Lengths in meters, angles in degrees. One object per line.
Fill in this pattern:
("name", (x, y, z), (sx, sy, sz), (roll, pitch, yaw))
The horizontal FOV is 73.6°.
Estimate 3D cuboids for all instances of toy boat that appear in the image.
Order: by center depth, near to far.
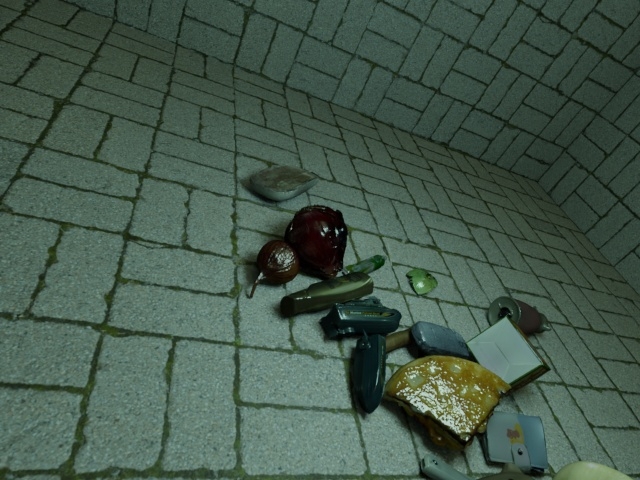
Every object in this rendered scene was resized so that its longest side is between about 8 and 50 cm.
("toy boat", (0.147, 0.384, 1.241), (0.103, 0.092, 0.246), (51, 30, -30))
("toy boat", (0.145, 0.248, 1.385), (0.295, 0.114, 0.122), (5, 50, -31))

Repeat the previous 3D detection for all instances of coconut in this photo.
("coconut", (0.418, 0.159, 1.746), (0.133, 0.055, 0.158), (39, 34, 9))

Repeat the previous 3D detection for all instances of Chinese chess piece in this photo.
("Chinese chess piece", (0.740, 0.713, 1.109), (0.112, 0.270, 0.270), (-31, 66, -34))

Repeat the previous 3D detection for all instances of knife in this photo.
("knife", (0.385, 0.646, 1.136), (0.265, 0.041, 0.073), (28, 24, -3))

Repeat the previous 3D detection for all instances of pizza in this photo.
("pizza", (0.379, 0.464, 1.248), (0.407, 0.114, 0.278), (-4, 50, -14))

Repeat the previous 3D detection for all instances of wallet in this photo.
("wallet", (0.581, 0.607, 1.300), (0.230, 0.069, 0.170), (15, 55, -15))

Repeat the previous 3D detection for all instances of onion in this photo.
("onion", (-0.011, -0.017, 1.522), (0.281, 0.221, 0.281), (48, 23, -28))

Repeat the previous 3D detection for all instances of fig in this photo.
("fig", (-0.166, 0.088, 1.354), (0.146, 0.134, 0.201), (35, 43, 22))

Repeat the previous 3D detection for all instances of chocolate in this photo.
("chocolate", (-0.151, -0.232, 1.778), (0.185, 0.101, 0.303), (30, 31, 18))

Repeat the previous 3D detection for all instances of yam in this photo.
("yam", (0.261, 0.331, 1.425), (0.241, 0.057, 0.057), (-8, 50, -42))

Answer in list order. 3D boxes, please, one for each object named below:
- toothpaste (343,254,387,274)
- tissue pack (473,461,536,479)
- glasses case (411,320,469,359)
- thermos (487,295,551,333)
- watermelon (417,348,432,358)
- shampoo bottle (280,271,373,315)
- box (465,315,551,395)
("toothpaste", (0.178, 0.098, 1.659), (0.247, 0.047, 0.078), (-19, 53, -45))
("tissue pack", (0.356, 0.658, 0.897), (0.386, 0.268, 0.277), (5, 40, -30))
("glasses case", (0.415, 0.347, 1.470), (0.282, 0.067, 0.109), (23, 36, -37))
("thermos", (0.831, 0.321, 1.791), (0.264, 0.146, 0.176), (16, 11, -33))
("watermelon", (0.422, 0.443, 1.404), (0.245, 0.063, 0.119), (33, 22, 5))
("shampoo bottle", (0.024, 0.174, 1.398), (0.349, 0.084, 0.125), (-10, 13, -42))
("box", (0.647, 0.400, 1.479), (0.148, 0.177, 0.195), (30, 26, -47))
